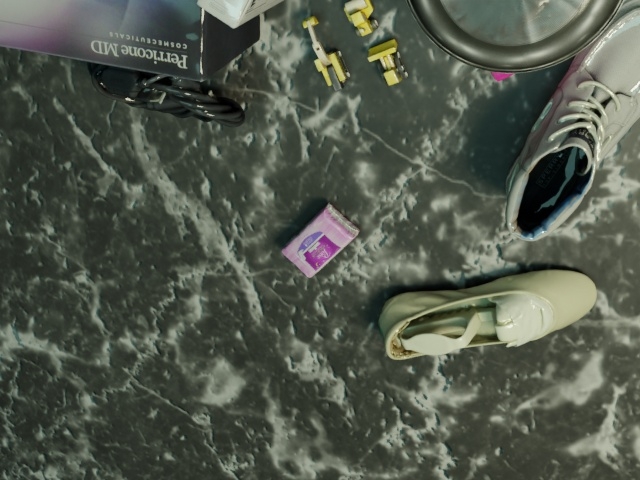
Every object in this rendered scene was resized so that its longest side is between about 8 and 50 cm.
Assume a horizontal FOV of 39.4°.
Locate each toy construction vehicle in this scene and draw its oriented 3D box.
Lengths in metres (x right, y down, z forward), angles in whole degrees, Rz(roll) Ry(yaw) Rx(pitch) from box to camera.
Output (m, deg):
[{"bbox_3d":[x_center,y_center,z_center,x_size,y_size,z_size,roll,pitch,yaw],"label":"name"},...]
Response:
[{"bbox_3d":[0.035,-0.197,0.930,0.086,0.035,0.098,-16,110,22],"label":"toy construction vehicle"}]

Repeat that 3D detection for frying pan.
[{"bbox_3d":[0.145,-0.288,0.722,0.197,0.053,0.326,-8,116,18],"label":"frying pan"}]

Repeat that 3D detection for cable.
[{"bbox_3d":[-0.166,-0.160,0.952,0.185,0.151,0.047,16,92,48],"label":"cable"}]

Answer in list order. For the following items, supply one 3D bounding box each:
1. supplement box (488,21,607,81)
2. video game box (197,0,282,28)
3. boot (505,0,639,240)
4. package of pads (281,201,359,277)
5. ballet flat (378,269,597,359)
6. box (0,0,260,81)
[{"bbox_3d":[0.162,-0.274,0.812,0.111,0.114,0.220,-25,108,24],"label":"supplement box"},{"bbox_3d":[-0.019,-0.298,0.799,0.048,0.205,0.187,35,119,-1],"label":"video game box"},{"bbox_3d":[0.261,-0.112,0.855,0.095,0.123,0.258,26,120,2],"label":"boot"},{"bbox_3d":[0.000,0.000,1.039,0.050,0.032,0.083,43,119,-6],"label":"package of pads"},{"bbox_3d":[0.183,0.091,1.003,0.249,0.086,0.086,-12,112,21],"label":"ballet flat"},{"bbox_3d":[-0.211,-0.333,0.853,0.297,0.182,0.293,11,119,11],"label":"box"}]
